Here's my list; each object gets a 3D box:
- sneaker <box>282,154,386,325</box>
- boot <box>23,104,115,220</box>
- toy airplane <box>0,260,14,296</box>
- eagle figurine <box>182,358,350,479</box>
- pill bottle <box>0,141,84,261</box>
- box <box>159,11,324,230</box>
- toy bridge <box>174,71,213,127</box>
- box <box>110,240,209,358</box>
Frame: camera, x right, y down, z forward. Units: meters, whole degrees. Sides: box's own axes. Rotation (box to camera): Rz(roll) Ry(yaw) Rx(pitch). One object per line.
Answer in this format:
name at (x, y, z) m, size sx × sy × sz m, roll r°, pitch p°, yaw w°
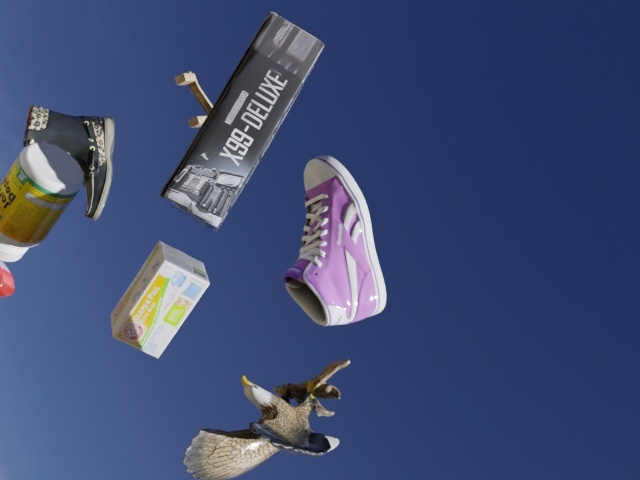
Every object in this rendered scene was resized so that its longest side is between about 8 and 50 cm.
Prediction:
sneaker at (0.001, 0.000, 1.467) m, size 0.102 × 0.161 × 0.282 m, roll -30°, pitch -104°, yaw 52°
boot at (-0.518, -0.162, 1.850) m, size 0.085 × 0.178 × 0.237 m, roll -37°, pitch -132°, yaw 54°
toy airplane at (-0.849, 0.013, 1.888) m, size 0.386 × 0.384 × 0.273 m, roll -6°, pitch -119°, yaw 56°
eagle figurine at (-0.088, 0.350, 1.683) m, size 0.225 × 0.298 × 0.226 m, roll 22°, pitch -59°, yaw 11°
pill bottle at (-0.516, -0.062, 1.595) m, size 0.208 × 0.117 × 0.118 m, roll -47°, pitch -112°, yaw 26°
box at (-0.102, -0.132, 1.145) m, size 0.076 × 0.242 × 0.307 m, roll 30°, pitch -3°, yaw -6°
toy bridge at (-0.209, -0.214, 1.630) m, size 0.026 × 0.063 × 0.188 m, roll -17°, pitch -91°, yaw 34°
box at (-0.336, 0.124, 1.884) m, size 0.203 × 0.114 × 0.103 m, roll -55°, pitch -154°, yaw 11°
